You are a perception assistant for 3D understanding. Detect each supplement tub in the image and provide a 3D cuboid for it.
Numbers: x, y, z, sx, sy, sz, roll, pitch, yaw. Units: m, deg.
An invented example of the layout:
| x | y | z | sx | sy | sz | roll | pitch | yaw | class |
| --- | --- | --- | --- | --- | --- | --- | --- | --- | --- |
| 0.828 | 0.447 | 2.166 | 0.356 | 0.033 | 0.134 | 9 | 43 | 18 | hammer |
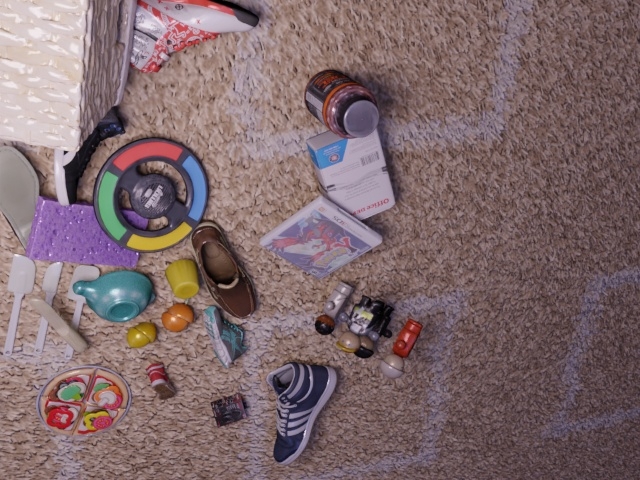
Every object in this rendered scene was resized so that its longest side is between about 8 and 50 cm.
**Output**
| x | y | z | sx | sy | sz | roll | pitch | yaw | class |
| --- | --- | --- | --- | --- | --- | --- | --- | --- | --- |
| 0.044 | -0.258 | 1.223 | 0.106 | 0.198 | 0.105 | -9 | 118 | -17 | supplement tub |

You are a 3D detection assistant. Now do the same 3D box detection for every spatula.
| x | y | z | sx | sy | sz | roll | pitch | yaw | class |
| --- | --- | --- | --- | --- | --- | --- | --- | --- | --- |
| -0.561 | 0.147 | 1.316 | 0.168 | 0.019 | 0.241 | 10 | 112 | -25 | spatula |

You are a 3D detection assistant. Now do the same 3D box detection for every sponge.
| x | y | z | sx | sy | sz | roll | pitch | yaw | class |
| --- | --- | --- | --- | --- | --- | --- | --- | --- | --- |
| -0.443 | -0.013 | 1.224 | 0.210 | 0.031 | 0.117 | 8 | 103 | -42 | sponge |

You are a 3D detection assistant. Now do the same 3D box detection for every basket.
| x | y | z | sx | sy | sz | roll | pitch | yaw | class |
| --- | --- | --- | --- | --- | --- | --- | --- | --- | --- |
| -0.456 | -0.340 | 0.905 | 0.332 | 0.266 | 0.328 | 12 | 121 | -9 | basket |

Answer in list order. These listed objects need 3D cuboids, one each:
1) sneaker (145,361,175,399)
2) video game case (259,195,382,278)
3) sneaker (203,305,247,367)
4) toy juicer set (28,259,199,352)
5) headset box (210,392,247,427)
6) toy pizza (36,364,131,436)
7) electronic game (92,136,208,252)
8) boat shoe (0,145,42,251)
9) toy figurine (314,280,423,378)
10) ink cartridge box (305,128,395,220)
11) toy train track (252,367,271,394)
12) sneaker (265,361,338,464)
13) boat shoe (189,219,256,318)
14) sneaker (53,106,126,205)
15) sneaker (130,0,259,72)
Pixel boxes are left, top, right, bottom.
| x | y | z | sx | sy | sz | roll | pitch | yaw | class |
| --- | --- | --- | --- | --- | --- | --- | --- | --- | --- |
| -0.368 | 0.322 | 1.468 | 0.042 | 0.067 | 0.118 | -21 | 151 | -11 | sneaker |
| 0.000 | 0.000 | 1.385 | 0.184 | 0.023 | 0.201 | 32 | 133 | -30 | video game case |
| -0.216 | 0.209 | 1.458 | 0.076 | 0.065 | 0.166 | -28 | 127 | -24 | sneaker |
| -0.419 | 0.142 | 1.337 | 0.329 | 0.089 | 0.209 | -8 | 136 | -20 | toy juicer set |
| -0.222 | 0.416 | 1.568 | 0.083 | 0.032 | 0.062 | -15 | 120 | -11 | headset box |
| -0.530 | 0.369 | 1.432 | 0.202 | 0.032 | 0.201 | -8 | 118 | -16 | toy pizza |
| -0.324 | -0.085 | 1.235 | 0.229 | 0.048 | 0.229 | -14 | 115 | -32 | electronic game |
| -0.554 | -0.071 | 1.175 | 0.081 | 0.069 | 0.227 | -27 | 124 | -28 | boat shoe |
| 0.104 | 0.207 | 1.474 | 0.210 | 0.213 | 0.148 | 28 | 90 | -30 | toy figurine |
| 0.066 | -0.144 | 1.358 | 0.140 | 0.082 | 0.190 | -23 | 123 | -8 | ink cartridge box |
| -0.139 | 0.352 | 1.576 | 0.048 | 0.014 | 0.083 | -17 | 121 | -11 | toy train track |
| -0.084 | 0.422 | 1.576 | 0.153 | 0.099 | 0.282 | 22 | 100 | -36 | sneaker |
| -0.208 | 0.083 | 1.366 | 0.095 | 0.095 | 0.257 | -29 | 122 | -4 | boat shoe |
| -0.412 | -0.169 | 1.143 | 0.121 | 0.079 | 0.216 | -1 | 96 | -18 | sneaker |
| -0.253 | -0.365 | 1.127 | 0.270 | 0.090 | 0.144 | 7 | 114 | -19 | sneaker |
